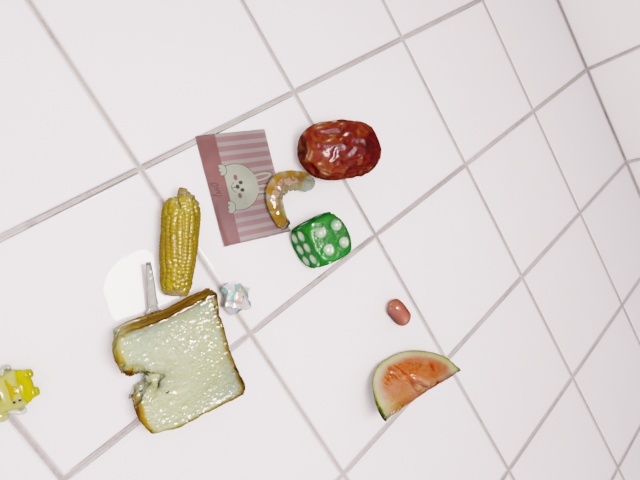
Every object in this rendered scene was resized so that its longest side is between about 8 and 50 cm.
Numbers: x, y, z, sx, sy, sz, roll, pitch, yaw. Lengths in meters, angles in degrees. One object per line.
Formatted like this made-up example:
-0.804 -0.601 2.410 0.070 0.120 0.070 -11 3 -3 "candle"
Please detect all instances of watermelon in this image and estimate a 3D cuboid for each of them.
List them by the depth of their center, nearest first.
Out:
0.256 0.443 1.272 0.303 0.159 0.128 -18 123 -30 "watermelon"

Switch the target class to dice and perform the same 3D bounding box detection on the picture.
0.000 0.000 1.172 0.120 0.131 0.128 -30 101 -27 "dice"

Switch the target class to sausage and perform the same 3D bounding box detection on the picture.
0.244 0.226 1.320 0.054 0.059 0.094 -42 109 -12 "sausage"

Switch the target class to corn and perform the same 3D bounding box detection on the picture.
-0.338 0.004 1.013 0.097 0.097 0.262 4 89 -28 "corn"

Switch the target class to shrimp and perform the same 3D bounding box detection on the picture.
-0.076 -0.114 1.188 0.161 0.049 0.166 -6 88 -30 "shrimp"

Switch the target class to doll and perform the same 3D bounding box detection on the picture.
-0.652 0.314 0.831 0.162 0.062 0.106 -21 90 -27 "doll"

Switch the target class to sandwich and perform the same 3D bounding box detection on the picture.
-0.322 0.282 0.972 0.249 0.095 0.273 -21 104 -26 "sandwich"

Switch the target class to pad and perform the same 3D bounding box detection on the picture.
-0.205 -0.149 1.149 0.202 0.005 0.300 -14 92 -28 "pad"

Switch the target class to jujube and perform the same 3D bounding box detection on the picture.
0.058 -0.259 1.211 0.250 0.174 0.174 -5 87 -31 "jujube"

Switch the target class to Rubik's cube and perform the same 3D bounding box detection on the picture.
-0.214 0.148 1.075 0.075 0.073 0.084 -4 85 -28 "Rubik's cube"

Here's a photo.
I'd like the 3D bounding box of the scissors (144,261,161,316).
-0.392 0.152 0.987 0.110 0.021 0.212 -7 101 -26 "scissors"
